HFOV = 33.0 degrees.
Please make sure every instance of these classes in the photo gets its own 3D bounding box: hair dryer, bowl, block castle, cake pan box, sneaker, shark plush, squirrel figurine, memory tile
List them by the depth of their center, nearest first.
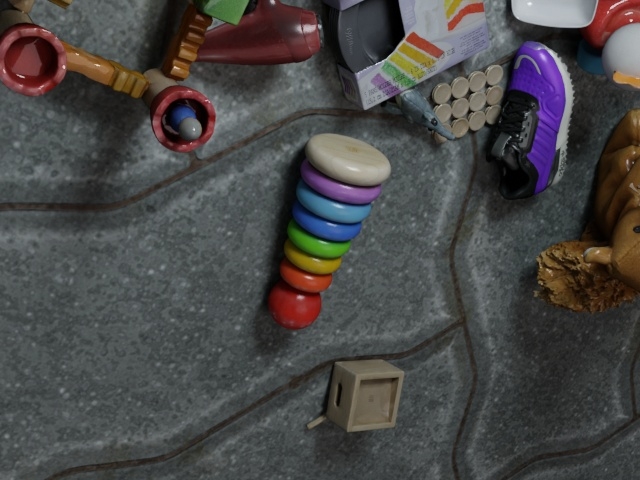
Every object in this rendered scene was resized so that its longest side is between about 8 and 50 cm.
[{"bbox_3d":[-0.195,-0.361,1.326,0.303,0.213,0.453,19,107,-32],"label":"block castle"},{"bbox_3d":[-0.074,-0.355,1.529,0.224,0.080,0.293,42,94,-4],"label":"hair dryer"},{"bbox_3d":[0.126,-0.361,1.666,0.267,0.070,0.245,-27,125,-18],"label":"cake pan box"},{"bbox_3d":[0.165,-0.202,1.777,0.073,0.067,0.161,-44,131,-5],"label":"shark plush"},{"bbox_3d":[0.389,-0.427,1.778,0.053,0.142,0.141,-56,153,-60],"label":"bowl"},{"bbox_3d":[0.252,-0.234,1.855,0.148,0.012,0.113,-22,125,-23],"label":"memory tile"},{"bbox_3d":[0.353,-0.193,1.873,0.146,0.102,0.293,-28,127,-28],"label":"sneaker"},{"bbox_3d":[0.581,0.010,1.972,0.281,0.370,0.397,33,127,-2],"label":"squirrel figurine"}]

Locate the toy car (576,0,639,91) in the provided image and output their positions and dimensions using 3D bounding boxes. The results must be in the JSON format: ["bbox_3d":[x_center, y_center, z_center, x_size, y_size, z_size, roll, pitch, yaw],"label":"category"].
[{"bbox_3d":[0.544,-0.324,1.796,0.210,0.237,0.219,0,141,0],"label":"toy car"}]

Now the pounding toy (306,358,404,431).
[{"bbox_3d":[0.063,0.293,1.983,0.130,0.100,0.141,1,103,-35],"label":"pounding toy"}]

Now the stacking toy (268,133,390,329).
[{"bbox_3d":[0.000,0.000,1.750,0.141,0.141,0.330,1,120,-34],"label":"stacking toy"}]
